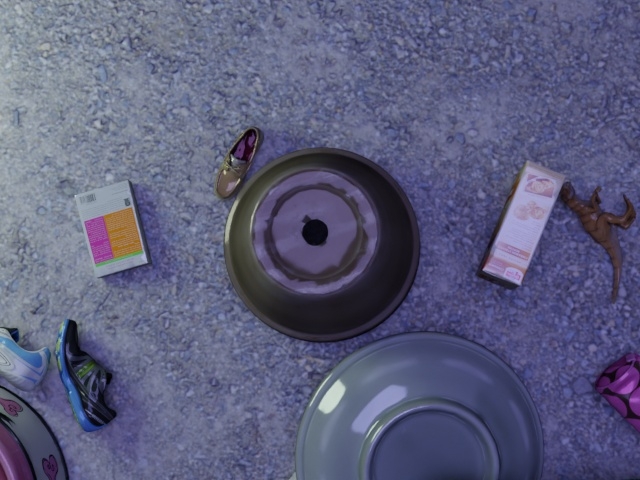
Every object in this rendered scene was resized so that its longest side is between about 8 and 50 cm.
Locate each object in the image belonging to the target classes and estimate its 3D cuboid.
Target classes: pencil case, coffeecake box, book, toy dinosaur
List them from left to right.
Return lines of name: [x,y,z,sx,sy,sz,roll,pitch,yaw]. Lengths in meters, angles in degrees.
book: [-0.345,-0.018,1.854,0.096,0.035,0.144,-15,84,4]
coffeecake box: [0.315,-0.020,1.769,0.068,0.142,0.185,23,86,5]
toy dinosaur: [0.465,-0.017,1.815,0.112,0.064,0.211,-34,95,11]
pencil case: [0.540,0.268,1.763,0.209,0.095,0.098,40,123,3]

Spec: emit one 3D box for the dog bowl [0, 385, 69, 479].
dog bowl: [-0.617,0.420,1.771,0.408,0.150,0.407,0,86,2]

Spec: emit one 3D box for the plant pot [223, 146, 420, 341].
plant pot: [0.000,0.000,1.715,0.323,0.280,0.323,0,86,1]

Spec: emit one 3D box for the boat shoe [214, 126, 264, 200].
boat shoe: [-0.139,-0.131,1.847,0.050,0.045,0.135,25,87,4]

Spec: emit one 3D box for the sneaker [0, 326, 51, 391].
sneaker: [-0.552,0.168,1.831,0.237,0.085,0.086,24,61,8]

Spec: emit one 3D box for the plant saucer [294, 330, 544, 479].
plant saucer: [0.163,0.345,1.728,0.401,0.100,0.400,-1,96,-6]

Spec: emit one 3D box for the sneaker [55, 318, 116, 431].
sneaker: [-0.385,0.218,1.828,0.078,0.067,0.188,-18,83,-20]

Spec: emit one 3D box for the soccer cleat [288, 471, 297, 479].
soccer cleat: [-0.029,0.406,1.789,0.076,0.068,0.196,44,85,2]

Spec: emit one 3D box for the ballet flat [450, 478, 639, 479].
ballet flat: [0.370,0.443,1.636,0.483,0.182,0.164,5,103,-16]
